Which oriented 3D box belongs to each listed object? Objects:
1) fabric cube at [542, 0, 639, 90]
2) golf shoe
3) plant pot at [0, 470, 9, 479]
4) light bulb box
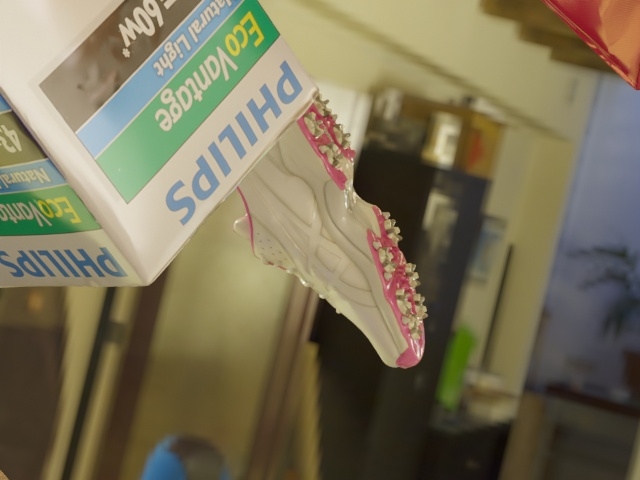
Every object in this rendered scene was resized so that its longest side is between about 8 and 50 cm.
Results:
[{"bbox_3d":[0.276,-0.333,1.513,0.254,0.259,0.258,46,-23,23],"label":"fabric cube"},{"bbox_3d":[0.000,0.000,1.875,0.140,0.306,0.115,-25,8,17],"label":"golf shoe"},{"bbox_3d":[-0.419,0.287,1.816,0.237,0.110,0.237,2,-38,1],"label":"plant pot"},{"bbox_3d":[-0.260,-0.162,1.386,0.358,0.225,0.361,-4,-51,50],"label":"light bulb box"}]
